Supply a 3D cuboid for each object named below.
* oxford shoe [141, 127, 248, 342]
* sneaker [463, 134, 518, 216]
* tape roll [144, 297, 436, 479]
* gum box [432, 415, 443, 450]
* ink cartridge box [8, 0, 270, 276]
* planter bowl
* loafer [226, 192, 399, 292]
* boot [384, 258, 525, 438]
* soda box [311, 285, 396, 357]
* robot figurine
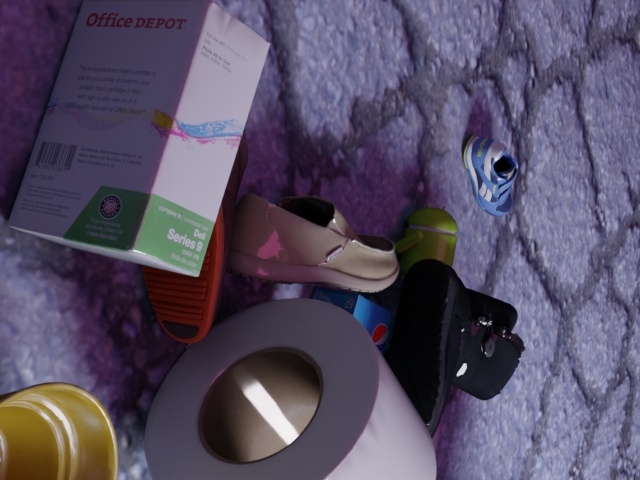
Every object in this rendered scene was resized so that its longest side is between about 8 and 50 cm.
[{"bbox_3d":[-0.106,-0.039,1.036,0.098,0.096,0.271,-7,104,-58],"label":"oxford shoe"},{"bbox_3d":[0.245,-0.084,1.514,0.053,0.059,0.144,-60,140,-28],"label":"sneaker"},{"bbox_3d":[-0.026,0.202,1.070,0.246,0.246,0.169,-58,137,-27],"label":"tape roll"},{"bbox_3d":[0.086,0.300,1.388,0.107,0.062,0.188,19,83,-53],"label":"gum box"},{"bbox_3d":[-0.151,-0.091,0.911,0.093,0.154,0.212,24,78,-52],"label":"ink cartridge box"},{"bbox_3d":[-0.269,0.205,0.869,0.217,0.090,0.217,-32,129,-50],"label":"planter bowl"},{"bbox_3d":[0.000,0.000,1.175,0.268,0.102,0.092,3,101,-52],"label":"loafer"},{"bbox_3d":[0.160,0.164,1.313,0.207,0.094,0.247,32,66,-47],"label":"boot"},{"bbox_3d":[0.064,0.122,1.316,0.210,0.067,0.071,31,73,-52],"label":"soda box"},{"bbox_3d":[0.138,0.010,1.387,0.101,0.067,0.115,9,90,-54],"label":"robot figurine"}]
